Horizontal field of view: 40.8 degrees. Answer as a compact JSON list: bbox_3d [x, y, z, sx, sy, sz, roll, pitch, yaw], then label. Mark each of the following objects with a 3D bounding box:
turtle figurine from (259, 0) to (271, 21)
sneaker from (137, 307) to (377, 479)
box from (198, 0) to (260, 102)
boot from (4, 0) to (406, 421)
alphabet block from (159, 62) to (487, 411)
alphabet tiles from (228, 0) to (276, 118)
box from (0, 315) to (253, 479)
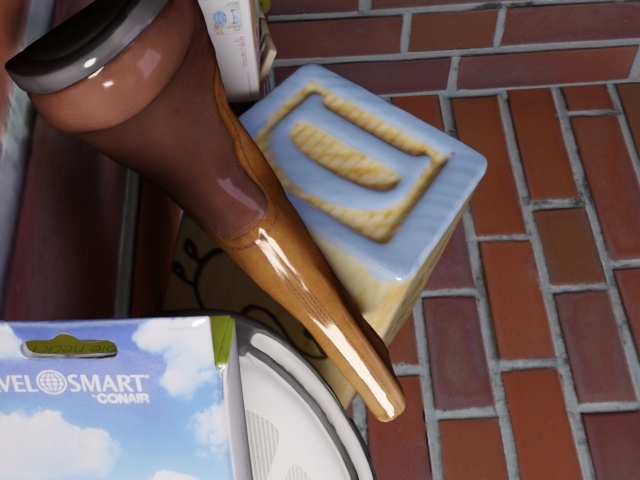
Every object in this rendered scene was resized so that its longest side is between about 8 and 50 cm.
[{"bbox_3d":[-0.105,-0.254,1.150,0.217,0.087,0.269,107,-16,-62],"label":"turtle figurine"},{"bbox_3d":[-0.045,0.275,0.488,0.257,0.169,0.447,-81,163,-63],"label":"sneaker"},{"bbox_3d":[-0.107,-0.215,0.684,0.203,0.103,0.114,88,-1,-57],"label":"box"},{"bbox_3d":[-0.045,-0.003,0.480,0.280,0.096,0.264,57,-7,-14],"label":"boot"},{"bbox_3d":[0.000,0.000,0.741,0.193,0.192,0.197,-47,163,-45],"label":"alphabet block"},{"bbox_3d":[-0.093,-0.133,0.858,0.237,0.009,0.198,-106,-143,-53],"label":"alphabet tiles"},{"bbox_3d":[-0.083,0.099,0.354,0.042,0.109,0.178,-85,173,-64],"label":"box"}]
